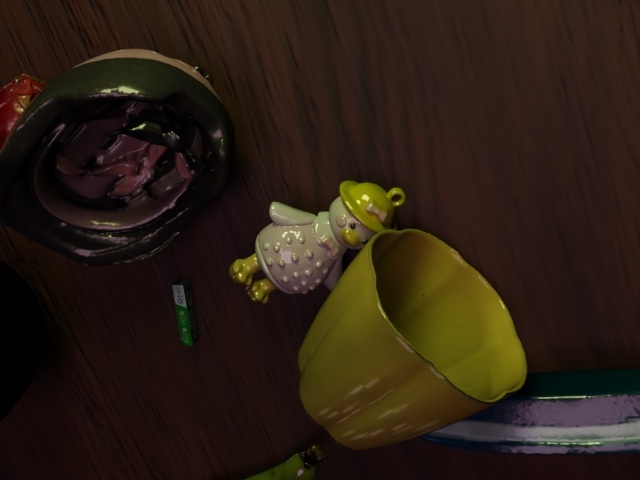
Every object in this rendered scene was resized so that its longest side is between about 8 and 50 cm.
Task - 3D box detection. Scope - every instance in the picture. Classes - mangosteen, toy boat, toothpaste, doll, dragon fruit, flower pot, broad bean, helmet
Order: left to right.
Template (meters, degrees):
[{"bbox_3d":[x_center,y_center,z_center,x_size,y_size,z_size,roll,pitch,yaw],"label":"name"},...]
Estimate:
[{"bbox_3d":[-0.497,0.116,0.699,0.302,0.275,0.275,39,116,35],"label":"mangosteen"},{"bbox_3d":[-0.321,-0.094,0.661,0.094,0.094,0.190,-9,116,17],"label":"dragon fruit"},{"bbox_3d":[-0.208,-0.098,0.595,0.253,0.154,0.198,-23,138,29],"label":"helmet"},{"bbox_3d":[-0.169,0.091,0.711,0.017,0.020,0.083,-1,107,13],"label":"toothpaste"},{"bbox_3d":[-0.096,0.340,0.751,0.325,0.067,0.075,-37,125,20],"label":"broad bean"},{"bbox_3d":[0.000,0.000,0.608,0.207,0.081,0.129,-30,116,19],"label":"doll"},{"bbox_3d":[0.075,0.115,0.576,0.195,0.195,0.179,41,124,0],"label":"flower pot"},{"bbox_3d":[0.241,0.178,0.594,0.299,0.096,0.062,-9,94,19],"label":"toy boat"}]
